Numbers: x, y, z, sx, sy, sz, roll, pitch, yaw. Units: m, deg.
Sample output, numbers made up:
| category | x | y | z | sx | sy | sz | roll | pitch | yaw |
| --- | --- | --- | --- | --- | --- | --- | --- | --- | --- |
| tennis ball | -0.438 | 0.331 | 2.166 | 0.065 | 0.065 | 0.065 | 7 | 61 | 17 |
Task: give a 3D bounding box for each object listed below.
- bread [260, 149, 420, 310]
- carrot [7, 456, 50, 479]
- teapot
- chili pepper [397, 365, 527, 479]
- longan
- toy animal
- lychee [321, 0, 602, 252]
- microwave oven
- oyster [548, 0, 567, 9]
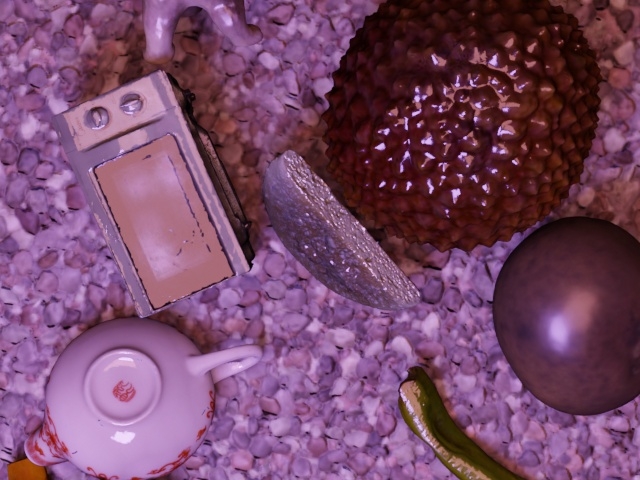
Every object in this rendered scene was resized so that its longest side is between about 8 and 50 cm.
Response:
| category | x | y | z | sx | sy | sz | roll | pitch | yaw |
| --- | --- | --- | --- | --- | --- | --- | --- | --- | --- |
| bread | 0.000 | 0.003 | 1.856 | 0.193 | 0.112 | 0.036 | 49 | 61 | -12 |
| carrot | -0.264 | 0.293 | 1.906 | 0.042 | 0.042 | 0.171 | -19 | 94 | 1 |
| teapot | -0.170 | 0.147 | 1.868 | 0.245 | 0.116 | 0.159 | -14 | 61 | -7 |
| chili pepper | 0.144 | 0.206 | 1.893 | 0.201 | 0.050 | 0.052 | 41 | 53 | -5 |
| longan | 0.243 | 0.071 | 1.829 | 0.167 | 0.167 | 0.187 | -15 | 90 | 1 |
| toy animal | -0.120 | -0.273 | 1.822 | 0.121 | 0.233 | 0.169 | -9 | 133 | 11 |
| lychee | 0.128 | -0.119 | 1.779 | 0.267 | 0.267 | 0.267 | 0 | 92 | 0 |
| microwave oven | -0.148 | -0.047 | 1.828 | 0.129 | 0.163 | 0.205 | -24 | 93 | 2 |
| oyster | 0.139 | -0.275 | 1.868 | 0.200 | 0.061 | 0.106 | 2 | 91 | 0 |
